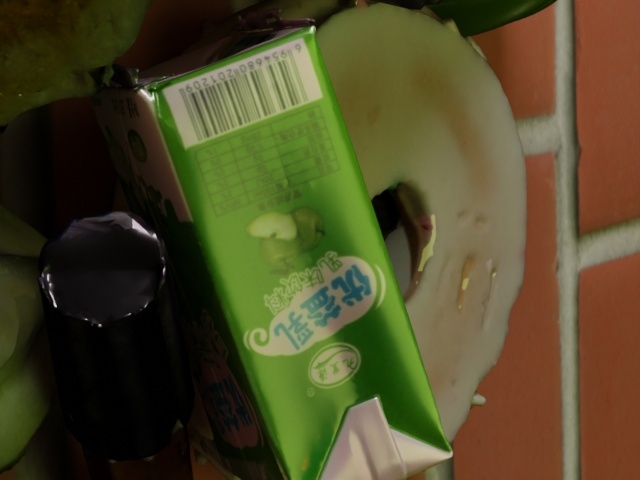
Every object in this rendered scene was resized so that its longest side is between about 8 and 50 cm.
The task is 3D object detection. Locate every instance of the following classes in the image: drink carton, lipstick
[{"bbox_3d":[-0.036,0.011,0.963,0.108,0.161,0.271,-21,101,-16],"label":"drink carton"},{"bbox_3d":[-0.111,0.120,1.002,0.077,0.077,0.418,-57,164,-28],"label":"lipstick"}]

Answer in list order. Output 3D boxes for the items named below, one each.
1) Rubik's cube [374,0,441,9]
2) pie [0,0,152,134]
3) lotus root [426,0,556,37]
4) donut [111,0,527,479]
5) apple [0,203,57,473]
[{"bbox_3d":[-0.007,-0.359,1.012,0.307,0.310,0.305,-56,147,-29],"label":"Rubik's cube"},{"bbox_3d":[-0.204,-0.225,0.859,0.078,0.297,0.371,-27,117,-76],"label":"pie"},{"bbox_3d":[0.152,-0.246,1.334,0.186,0.186,0.186,-6,98,-48],"label":"lotus root"},{"bbox_3d":[0.000,0.000,1.204,0.383,0.142,0.382,-8,101,-46],"label":"donut"},{"bbox_3d":[-0.244,0.051,0.914,0.207,0.174,0.188,53,18,15],"label":"apple"}]
